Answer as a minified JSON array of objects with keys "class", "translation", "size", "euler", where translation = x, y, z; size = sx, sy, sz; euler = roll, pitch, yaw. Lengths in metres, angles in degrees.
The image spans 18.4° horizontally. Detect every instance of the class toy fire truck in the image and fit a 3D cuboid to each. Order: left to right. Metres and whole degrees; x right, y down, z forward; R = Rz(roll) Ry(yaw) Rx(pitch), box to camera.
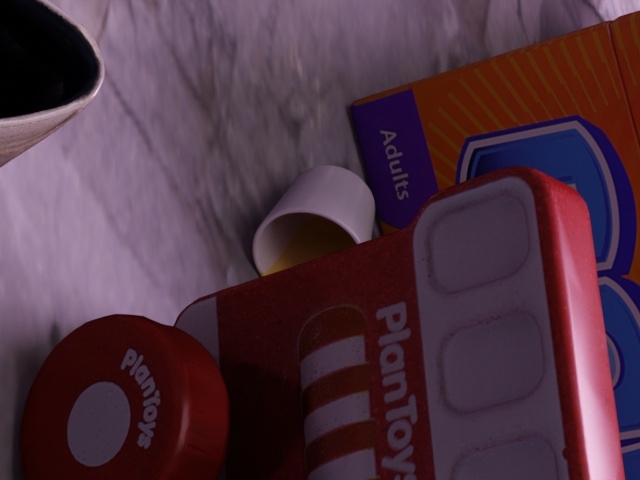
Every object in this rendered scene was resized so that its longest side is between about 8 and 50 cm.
[{"class":"toy fire truck","translation":[0.017,0.137,0.843],"size":[0.169,0.254,0.302],"euler":[25,53,-47]}]

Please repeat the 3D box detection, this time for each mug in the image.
[{"class":"mug","translation":[-0.002,-0.003,1.063],"size":[0.062,0.078,0.064],"euler":[29,38,-5]}]

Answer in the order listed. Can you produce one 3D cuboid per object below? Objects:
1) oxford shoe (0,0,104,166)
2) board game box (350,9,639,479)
[{"class":"oxford shoe","translation":[-0.244,-0.110,0.674],"size":[0.397,0.146,0.140],"euler":[16,68,-50]},{"class":"board game box","translation":[0.295,0.028,1.190],"size":[0.356,0.356,0.356],"euler":[-15,90,-55]}]
